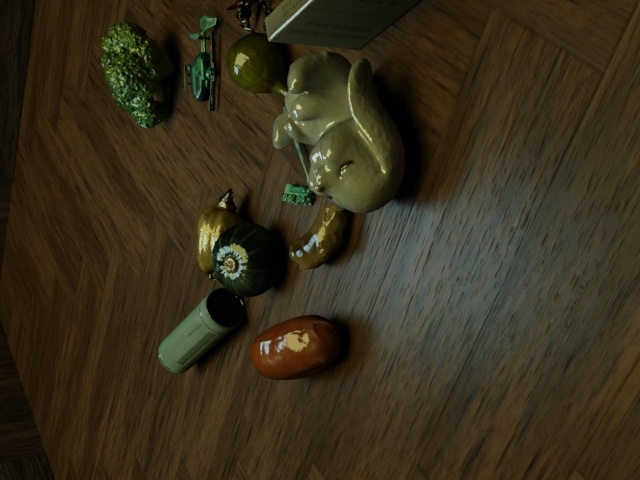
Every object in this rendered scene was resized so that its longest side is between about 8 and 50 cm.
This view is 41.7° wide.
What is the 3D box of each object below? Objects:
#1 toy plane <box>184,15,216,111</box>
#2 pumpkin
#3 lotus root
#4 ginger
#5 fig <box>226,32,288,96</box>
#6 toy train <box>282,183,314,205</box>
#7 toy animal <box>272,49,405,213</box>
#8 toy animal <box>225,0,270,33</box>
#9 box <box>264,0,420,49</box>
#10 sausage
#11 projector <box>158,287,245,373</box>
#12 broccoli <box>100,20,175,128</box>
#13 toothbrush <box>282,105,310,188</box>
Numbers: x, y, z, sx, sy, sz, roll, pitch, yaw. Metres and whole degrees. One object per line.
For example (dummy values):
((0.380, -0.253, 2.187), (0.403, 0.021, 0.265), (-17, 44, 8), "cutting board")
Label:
((-0.293, -0.442, 2.103), (0.096, 0.060, 0.235), (11, 104, 48), "toy plane")
((-0.164, 0.041, 1.867), (0.167, 0.125, 0.167), (18, 122, 31), "pumpkin")
((-0.233, -0.015, 1.982), (0.118, 0.125, 0.220), (-22, -62, -81), "lotus root")
((-0.001, -0.002, 1.672), (0.190, 0.069, 0.095), (-45, 60, 47), "ginger")
((-0.096, -0.349, 1.794), (0.236, 0.124, 0.124), (40, 127, 20), "fig")
((-0.045, -0.096, 1.773), (0.092, 0.029, 0.045), (9, 83, 52), "toy train")
((0.051, -0.176, 1.489), (0.265, 0.206, 0.271), (60, 153, 23), "toy animal")
((-0.196, -0.598, 1.923), (0.260, 0.087, 0.243), (22, 112, 57), "toy animal")
((0.080, -0.424, 1.403), (0.365, 0.205, 0.051), (-25, 72, 55), "box")
((-0.056, 0.222, 1.716), (0.258, 0.133, 0.133), (-25, 71, 54), "sausage")
((-0.304, 0.231, 2.110), (0.337, 0.108, 0.108), (-42, 57, 49), "projector")
((-0.483, -0.444, 2.332), (0.302, 0.186, 0.254), (54, -165, -69), "broccoli")
((-0.042, -0.196, 1.770), (0.016, 0.019, 0.219), (-47, 53, 44), "toothbrush")
